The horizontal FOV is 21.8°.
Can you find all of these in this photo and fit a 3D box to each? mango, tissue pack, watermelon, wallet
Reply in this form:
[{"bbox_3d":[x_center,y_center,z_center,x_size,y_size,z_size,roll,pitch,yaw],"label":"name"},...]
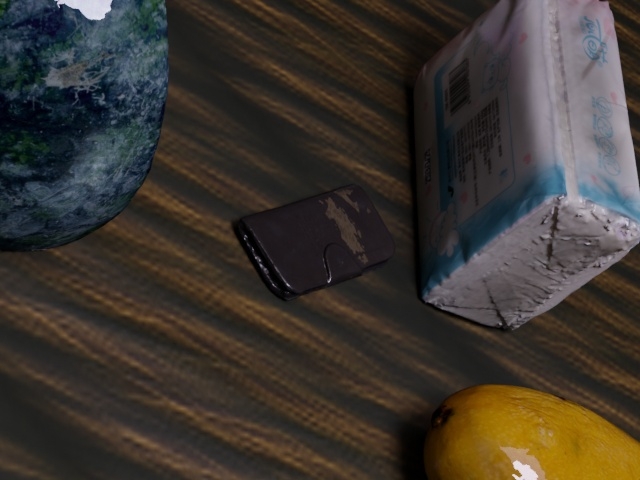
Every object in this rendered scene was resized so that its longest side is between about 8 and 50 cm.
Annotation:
[{"bbox_3d":[0.193,0.202,1.350,0.262,0.109,0.157,29,32,-23],"label":"mango"},{"bbox_3d":[0.179,-0.078,1.487,0.124,0.201,0.271,24,48,-30],"label":"tissue pack"},{"bbox_3d":[-0.231,-0.139,1.166,0.148,0.318,0.226,-16,30,-42],"label":"watermelon"},{"bbox_3d":[0.000,0.000,1.407,0.156,0.018,0.082,-17,71,-47],"label":"wallet"}]
